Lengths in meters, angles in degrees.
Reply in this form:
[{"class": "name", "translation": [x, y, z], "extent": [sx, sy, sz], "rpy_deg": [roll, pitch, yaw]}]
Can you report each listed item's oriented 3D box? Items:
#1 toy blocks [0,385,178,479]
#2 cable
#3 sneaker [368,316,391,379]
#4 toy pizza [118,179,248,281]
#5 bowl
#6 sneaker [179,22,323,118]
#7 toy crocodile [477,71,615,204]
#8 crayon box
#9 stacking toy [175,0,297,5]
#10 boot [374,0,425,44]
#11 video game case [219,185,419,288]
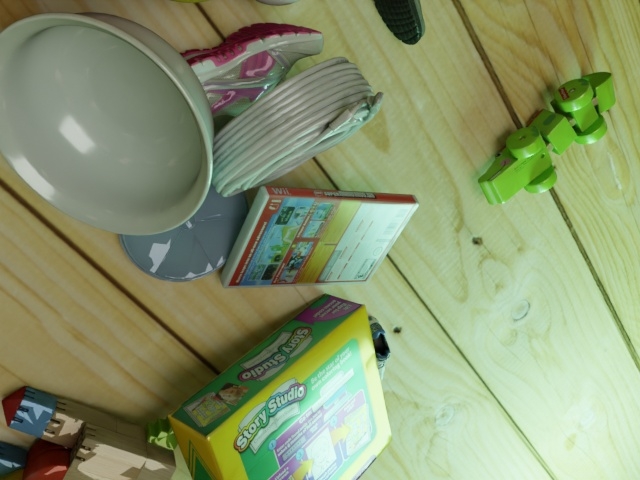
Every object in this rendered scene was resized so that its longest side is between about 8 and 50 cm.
[{"class": "toy blocks", "translation": [-0.402, 0.397, 0.992], "extent": [0.260, 0.191, 0.382], "rpy_deg": [27, 93, -22]}, {"class": "cable", "translation": [-0.044, -0.151, 0.919], "extent": [0.257, 0.257, 0.089], "rpy_deg": [-30, 93, 2]}, {"class": "sneaker", "translation": [0.104, 0.215, 1.251], "extent": [0.052, 0.058, 0.135], "rpy_deg": [-19, 117, -22]}, {"class": "toy pizza", "translation": [-0.206, -0.034, 1.004], "extent": [0.201, 0.032, 0.201], "rpy_deg": [-11, 114, -24]}, {"class": "bowl", "translation": [-0.252, -0.161, 0.834], "extent": [0.298, 0.297, 0.134], "rpy_deg": [62, 31, -30]}, {"class": "sneaker", "translation": [-0.107, -0.234, 0.950], "extent": [0.252, 0.103, 0.111], "rpy_deg": [-24, 122, -12]}, {"class": "toy crocodile", "translation": [0.431, -0.199, 1.259], "extent": [0.340, 0.105, 0.115], "rpy_deg": [-43, 123, -3]}, {"class": "crayon box", "translation": [-0.044, 0.317, 1.117], "extent": [0.363, 0.106, 0.313], "rpy_deg": [-35, 122, -38]}, {"class": "stacking toy", "translation": [-0.175, -0.387, 0.770], "extent": [0.479, 0.350, 0.351], "rpy_deg": [12, 103, -48]}, {"class": "boot", "translation": [0.149, -0.444, 1.020], "extent": [0.161, 0.083, 0.247], "rpy_deg": [-39, 124, -18]}, {"class": "video game case", "translation": [0.000, 0.000, 1.071], "extent": [0.285, 0.025, 0.204], "rpy_deg": [0, 136, -33]}]
